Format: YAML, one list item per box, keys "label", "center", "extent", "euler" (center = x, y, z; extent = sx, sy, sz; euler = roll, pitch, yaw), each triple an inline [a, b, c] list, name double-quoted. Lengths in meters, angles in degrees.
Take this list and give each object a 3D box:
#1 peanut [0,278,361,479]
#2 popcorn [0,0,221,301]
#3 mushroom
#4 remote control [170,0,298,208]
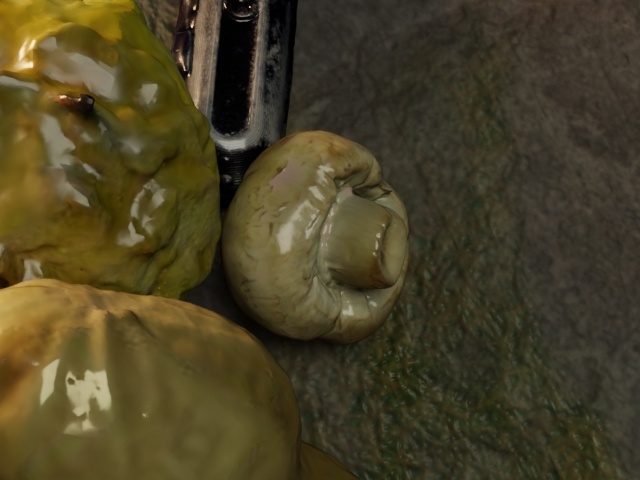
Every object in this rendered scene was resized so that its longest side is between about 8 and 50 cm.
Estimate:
- label: "peanut"
  center: [-0.066, 0.123, 0.690]
  extent: [0.319, 0.147, 0.147]
  euler: [44, 57, -40]
- label: "popcorn"
  center: [-0.173, -0.038, 0.754]
  extent: [0.233, 0.192, 0.266]
  euler: [3, 68, -14]
- label: "mushroom"
  center: [0.000, 0.000, 0.826]
  extent: [0.112, 0.148, 0.148]
  euler: [7, 61, 29]
- label: "remote control"
  center: [-0.056, -0.153, 0.901]
  extent: [0.090, 0.066, 0.266]
  euler: [12, 67, -17]
